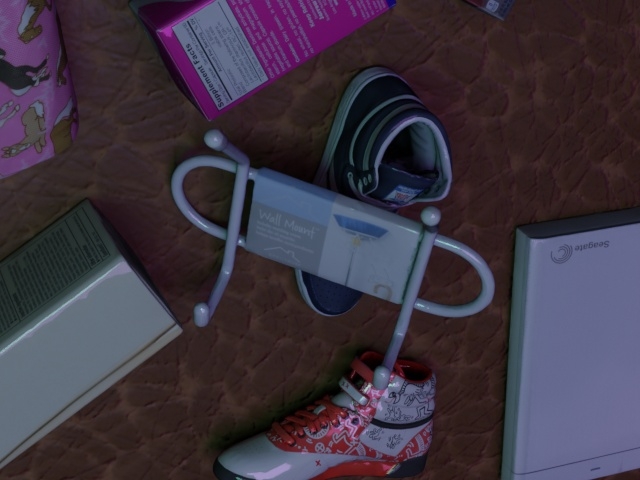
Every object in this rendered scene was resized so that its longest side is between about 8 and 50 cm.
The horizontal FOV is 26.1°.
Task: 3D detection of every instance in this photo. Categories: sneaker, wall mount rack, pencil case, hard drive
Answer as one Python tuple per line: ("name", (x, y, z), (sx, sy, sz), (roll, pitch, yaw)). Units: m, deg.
("sneaker", (0.053, -0.028, 1.443), (0.099, 0.153, 0.282), (6, 110, -24))
("sneaker", (0.010, 0.200, 1.567), (0.270, 0.090, 0.145), (-1, 112, -26))
("wall mount rack", (0.000, 0.000, 1.330), (0.350, 0.130, 0.304), (19, 139, 7))
("pencil case", (-0.315, -0.234, 1.151), (0.167, 0.160, 0.386), (-11, 131, -7))
("hard drive", (0.341, 0.135, 1.699), (0.233, 0.047, 0.353), (-9, 115, -19))

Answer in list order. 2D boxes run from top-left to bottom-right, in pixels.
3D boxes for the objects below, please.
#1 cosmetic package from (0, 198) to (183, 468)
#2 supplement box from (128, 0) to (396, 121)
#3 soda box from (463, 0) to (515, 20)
("cosmetic package", (-0.305, 0.113, 1.356), (0.309, 0.160, 0.113), (-37, 122, -2))
("supplement box", (-0.057, -0.230, 1.332), (0.220, 0.111, 0.114), (-31, 121, -6))
("soda box", (0.200, -0.364, 1.395), (0.092, 0.083, 0.263), (24, 101, -30))
